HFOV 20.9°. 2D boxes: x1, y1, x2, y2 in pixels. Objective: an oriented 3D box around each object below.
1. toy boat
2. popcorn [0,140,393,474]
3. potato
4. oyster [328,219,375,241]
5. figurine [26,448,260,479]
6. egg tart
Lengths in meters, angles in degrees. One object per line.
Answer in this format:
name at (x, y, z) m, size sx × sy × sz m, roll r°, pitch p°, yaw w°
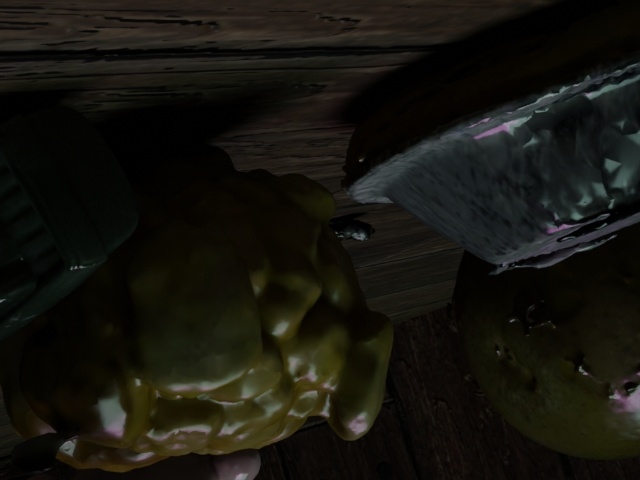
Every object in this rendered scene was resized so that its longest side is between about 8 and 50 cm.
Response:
toy boat at (-0.167, 0.024, 0.661) m, size 0.260 × 0.078 × 0.085 m, roll -26°, pitch -174°, yaw 46°
popcorn at (-0.059, 0.027, 0.727) m, size 0.163 × 0.140 × 0.194 m, roll -11°, pitch 174°, yaw -12°
potato at (0.276, 0.013, 1.260) m, size 0.359 × 0.219 × 0.270 m, roll -23°, pitch -174°, yaw -17°
oyster at (0.003, -0.001, 1.238) m, size 0.083 × 0.019 × 0.054 m, roll -14°, pitch 173°, yaw -29°
figurine at (-0.140, 0.177, 1.336) m, size 0.182 × 0.256 × 0.144 m, roll -14°, pitch 171°, yaw -13°
egg tart at (0.124, -0.047, 0.810) m, size 0.234 × 0.094 × 0.234 m, roll -18°, pitch 172°, yaw -3°
